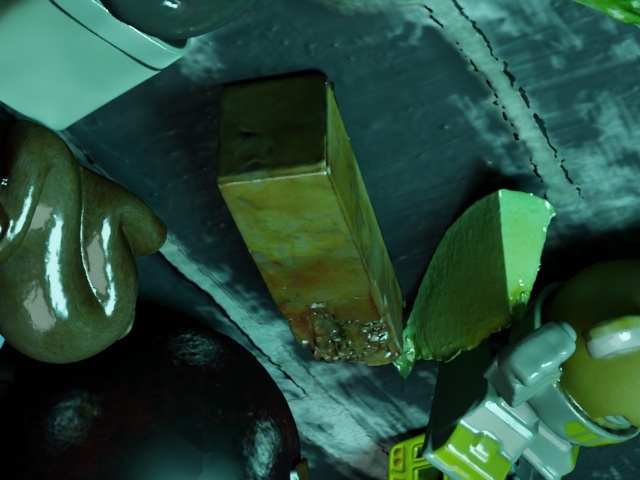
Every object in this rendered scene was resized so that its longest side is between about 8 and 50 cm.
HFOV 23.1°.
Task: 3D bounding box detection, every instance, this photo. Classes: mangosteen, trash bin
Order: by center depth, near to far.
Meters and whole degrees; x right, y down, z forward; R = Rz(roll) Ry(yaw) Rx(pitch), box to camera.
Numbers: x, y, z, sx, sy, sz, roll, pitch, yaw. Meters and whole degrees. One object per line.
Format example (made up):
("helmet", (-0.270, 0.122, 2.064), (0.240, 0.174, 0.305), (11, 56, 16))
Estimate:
("trash bin", (-0.173, -0.141, 1.075), (0.130, 0.059, 0.116), (-26, 136, 35))
("mangosteen", (-0.185, 0.210, 1.395), (0.347, 0.307, 0.307), (11, 148, 14))

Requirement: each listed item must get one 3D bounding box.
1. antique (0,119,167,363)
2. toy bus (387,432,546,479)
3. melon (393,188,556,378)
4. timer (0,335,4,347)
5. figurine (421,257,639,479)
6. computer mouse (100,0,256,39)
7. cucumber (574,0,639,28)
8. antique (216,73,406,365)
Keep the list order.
("antique", (-0.227, -0.001, 1.180), (0.121, 0.143, 0.257), (13, 162, 32))
("toy bus", (0.201, 0.319, 1.682), (0.152, 0.144, 0.330), (-18, 141, 24))
("melon", (0.125, 0.052, 1.320), (0.053, 0.114, 0.262), (-1, 153, -23))
("timer", (-0.336, 0.036, 1.219), (0.175, 0.175, 0.255), (-5, 164, 8))
("figurine", (0.244, 0.106, 1.336), (0.285, 0.342, 0.167), (-35, 88, 36))
("computer mouse", (-0.058, -0.242, 0.899), (0.138, 0.086, 0.269), (5, 132, -28))
("cucumber", (0.149, -0.204, 0.937), (0.244, 0.134, 0.134), (12, 144, -9))
("antique", (0.000, 0.000, 1.254), (0.087, 0.093, 0.310), (-7, 146, 10))
